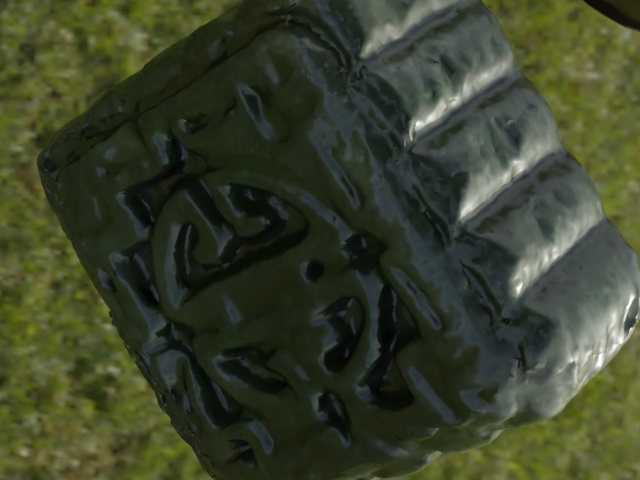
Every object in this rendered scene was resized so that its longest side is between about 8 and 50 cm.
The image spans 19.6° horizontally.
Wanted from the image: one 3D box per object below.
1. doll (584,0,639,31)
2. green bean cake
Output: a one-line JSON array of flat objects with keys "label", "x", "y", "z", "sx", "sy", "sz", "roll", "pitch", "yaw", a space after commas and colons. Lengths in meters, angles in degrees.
[{"label": "doll", "x": 0.137, "y": -0.146, "z": 0.376, "sx": 0.318, "sy": 0.209, "sz": 0.340, "roll": 53, "pitch": 28, "yaw": -7}, {"label": "green bean cake", "x": 0.000, "y": 0.000, "z": 0.686, "sx": 0.183, "sy": 0.185, "sz": 0.094, "roll": 58, "pitch": 42, "yaw": -5}]
